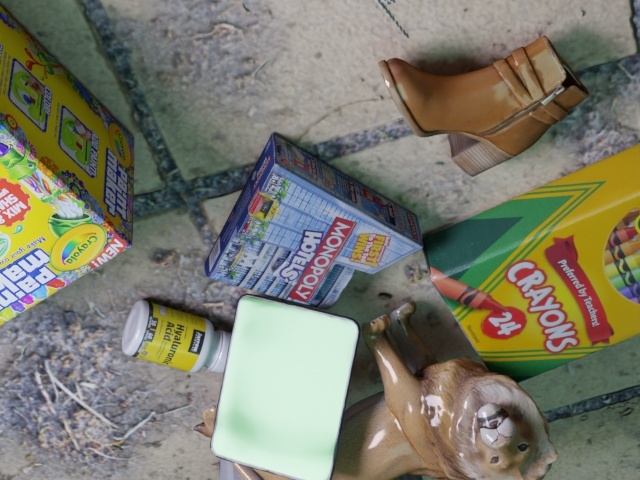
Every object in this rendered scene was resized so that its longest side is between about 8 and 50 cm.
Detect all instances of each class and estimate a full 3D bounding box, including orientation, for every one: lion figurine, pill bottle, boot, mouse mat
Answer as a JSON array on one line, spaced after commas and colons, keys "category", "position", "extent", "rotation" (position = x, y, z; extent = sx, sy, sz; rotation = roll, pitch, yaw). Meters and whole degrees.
[{"category": "lion figurine", "position": [0.056, 0.227, 1.698], "extent": [0.392, 0.142, 0.240], "rotation": [-29, 85, 24]}, {"category": "pill bottle", "position": [-0.159, 0.112, 1.694], "extent": [0.116, 0.065, 0.065], "rotation": [17, 126, -20]}, {"category": "boot", "position": [0.162, -0.156, 1.497], "extent": [0.152, 0.073, 0.197], "rotation": [-34, 138, 23]}, {"category": "mouse mat", "position": [-0.040, 0.163, 1.656], "extent": [0.153, 0.007, 0.189], "rotation": [13, 95, 23]}]

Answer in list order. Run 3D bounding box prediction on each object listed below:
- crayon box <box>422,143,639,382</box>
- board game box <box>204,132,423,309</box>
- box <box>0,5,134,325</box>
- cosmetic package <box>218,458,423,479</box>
[{"category": "crayon box", "position": [0.297, 0.021, 1.653], "extent": [0.318, 0.081, 0.202], "rotation": [-25, 128, 14]}, {"category": "board game box", "position": [0.000, 0.000, 1.618], "extent": [0.194, 0.060, 0.194], "rotation": [17, 127, -18]}, {"category": "box", "position": [-0.377, -0.064, 1.451], "extent": [0.290, 0.177, 0.279], "rotation": [-30, 128, 19]}, {"category": "cosmetic package", "position": [-0.003, 0.299, 1.830], "extent": [0.238, 0.127, 0.107], "rotation": [6, 131, -14]}]
